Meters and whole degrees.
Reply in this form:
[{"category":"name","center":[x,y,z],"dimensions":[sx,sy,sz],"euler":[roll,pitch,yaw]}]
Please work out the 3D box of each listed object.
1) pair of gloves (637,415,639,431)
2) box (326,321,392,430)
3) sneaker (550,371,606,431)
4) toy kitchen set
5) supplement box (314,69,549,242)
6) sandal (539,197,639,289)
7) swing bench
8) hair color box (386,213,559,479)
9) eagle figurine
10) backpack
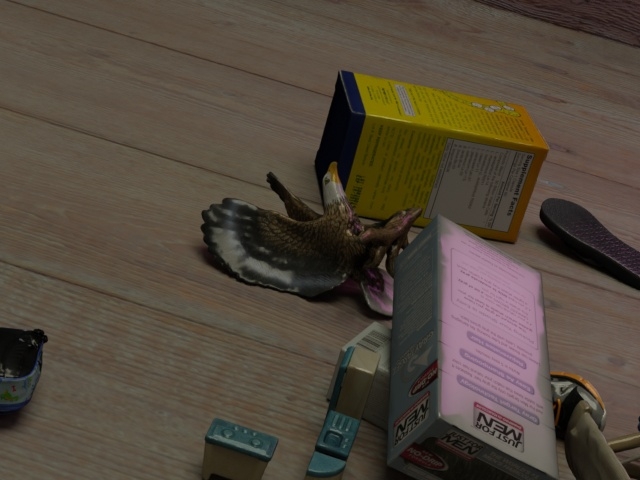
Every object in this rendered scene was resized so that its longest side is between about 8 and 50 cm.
[{"category":"pair of gloves","center":[0.469,0.252,1.579],"dimensions":[0.159,0.023,0.198],"euler":[4,29,-12]},{"category":"box","center":[0.081,0.181,1.787],"dimensions":[0.102,0.087,0.101],"euler":[28,30,19]},{"category":"sneaker","center":[0.295,0.217,1.849],"dimensions":[0.215,0.084,0.083],"euler":[23,30,34]},{"category":"toy kitchen set","center":[-0.035,0.212,1.630],"dimensions":[0.166,0.122,0.207],"euler":[18,27,5]},{"category":"supplement box","center":[0.190,-0.149,2.351],"dimensions":[0.357,0.194,0.195],"euler":[10,28,-12]},{"category":"sandal","center":[0.486,0.015,2.367],"dimensions":[0.254,0.054,0.097],"euler":[40,42,23]},{"category":"swing bench","center":[0.446,0.334,1.618],"dimensions":[0.255,0.165,0.253],"euler":[2,30,-13]},{"category":"hair color box","center":[0.194,0.156,1.723],"dimensions":[0.185,0.113,0.374],"euler":[29,36,-18]},{"category":"eagle figurine","center":[0.001,-0.011,2.053],"dimensions":[0.298,0.225,0.226],"euler":[-3,-29,32]},{"category":"backpack","center":[-0.386,0.159,1.587],"dimensions":[0.105,0.084,0.114],"euler":[10,23,-10]}]
